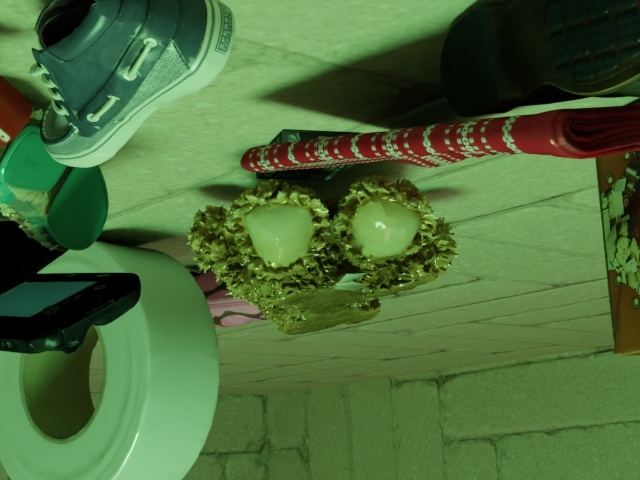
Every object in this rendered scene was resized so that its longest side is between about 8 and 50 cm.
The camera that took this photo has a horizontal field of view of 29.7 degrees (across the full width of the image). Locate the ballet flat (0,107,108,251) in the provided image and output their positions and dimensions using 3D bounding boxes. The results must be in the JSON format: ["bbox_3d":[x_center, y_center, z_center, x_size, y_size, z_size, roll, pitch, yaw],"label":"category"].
[{"bbox_3d":[-0.218,-0.055,0.888,0.077,0.091,0.241,26,168,10],"label":"ballet flat"}]

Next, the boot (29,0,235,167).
[{"bbox_3d":[-0.137,-0.101,0.699,0.086,0.069,0.190,15,152,-36],"label":"boot"}]

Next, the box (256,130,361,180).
[{"bbox_3d":[-0.010,-0.068,0.982,0.067,0.018,0.083,1,168,-17],"label":"box"}]

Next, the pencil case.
[{"bbox_3d":[-0.070,0.065,1.446,0.209,0.095,0.098,-10,-158,22],"label":"pencil case"}]

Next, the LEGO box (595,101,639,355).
[{"bbox_3d":[0.513,-0.032,0.864,0.500,0.193,0.372,2,168,-22],"label":"LEGO box"}]

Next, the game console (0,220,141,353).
[{"bbox_3d":[-0.270,0.046,1.011,0.361,0.044,0.213,-1,-149,47],"label":"game console"}]

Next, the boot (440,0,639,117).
[{"bbox_3d":[0.165,-0.118,0.673,0.106,0.082,0.219,-9,-178,-26],"label":"boot"}]

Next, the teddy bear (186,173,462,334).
[{"bbox_3d":[0.000,0.000,1.110,0.245,0.113,0.338,-13,166,10],"label":"teddy bear"}]

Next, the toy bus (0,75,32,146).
[{"bbox_3d":[-0.286,-0.058,0.711,0.191,0.202,0.104,11,-158,-30],"label":"toy bus"}]

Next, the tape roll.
[{"bbox_3d":[-0.240,0.142,1.294,0.286,0.286,0.100,-13,166,40],"label":"tape roll"}]

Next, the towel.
[{"bbox_3d":[0.106,-0.065,0.811,0.199,0.031,0.275,-7,-176,-44],"label":"towel"}]
